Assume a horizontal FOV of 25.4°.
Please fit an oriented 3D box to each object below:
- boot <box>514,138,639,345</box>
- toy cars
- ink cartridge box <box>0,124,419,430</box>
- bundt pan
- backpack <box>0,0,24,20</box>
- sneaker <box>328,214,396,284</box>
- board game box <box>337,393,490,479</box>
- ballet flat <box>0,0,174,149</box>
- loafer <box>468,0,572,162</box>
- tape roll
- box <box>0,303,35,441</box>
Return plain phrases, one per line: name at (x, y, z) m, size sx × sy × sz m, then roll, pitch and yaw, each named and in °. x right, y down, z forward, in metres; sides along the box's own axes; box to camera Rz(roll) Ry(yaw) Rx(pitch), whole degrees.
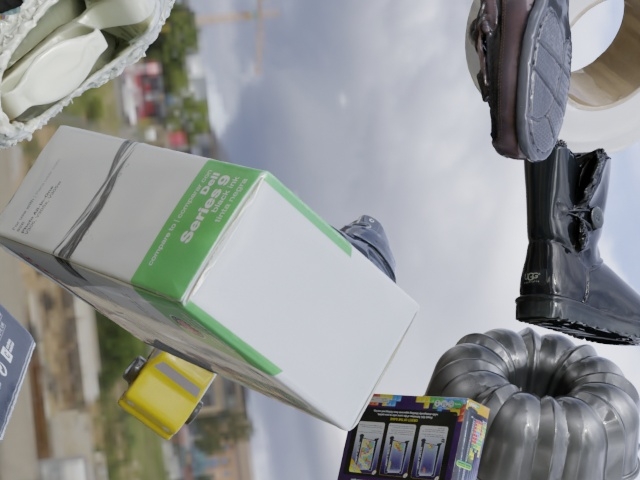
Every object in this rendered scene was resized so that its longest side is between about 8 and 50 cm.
boot at (0.312, 0.005, 1.593) m, size 0.094 × 0.246 × 0.207 m, roll -5°, pitch -106°, yaw 47°
toy cars at (-0.066, 0.124, 1.765) m, size 0.087 × 0.393 × 0.176 m, roll -31°, pitch -108°, yaw 61°
ink cartridge box at (-0.100, 0.023, 1.147) m, size 0.289 × 0.122 × 0.211 m, roll 16°, pitch -19°, yaw 47°
bundt pan at (0.302, 0.228, 1.997) m, size 0.331 × 0.330 × 0.124 m, roll -111°, pitch -153°, yaw -61°
backpack at (-0.444, -0.303, 2.106) m, size 0.188 × 0.144 × 0.166 m, roll 59°, pitch 10°, yaw -29°
sneaker at (-0.001, 0.002, 1.581) m, size 0.226 × 0.086 × 0.163 m, roll 44°, pitch 22°, yaw -18°
board game box at (0.103, 0.250, 1.629) m, size 0.170 × 0.048 × 0.141 m, roll -2°, pitch -111°, yaw 43°
ballet flat at (-0.260, -0.223, 1.563) m, size 0.409 × 0.147 × 0.147 m, roll -51°, pitch 157°, yaw -35°
loafer at (0.183, -0.208, 1.335) m, size 0.109 × 0.095 × 0.303 m, roll 41°, pitch 53°, yaw -53°
tape roll at (0.316, -0.238, 1.659) m, size 0.100 × 0.286 × 0.286 m, roll -123°, pitch -154°, yaw -51°
box at (-0.561, 0.100, 1.529) m, size 0.395 × 0.293 × 0.212 m, roll 50°, pitch 17°, yaw -23°
